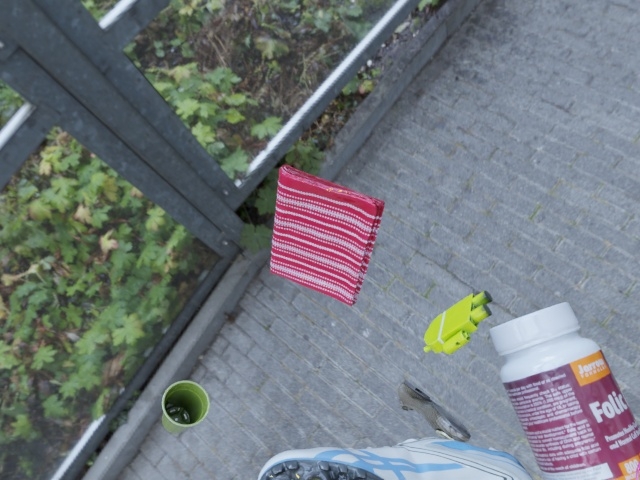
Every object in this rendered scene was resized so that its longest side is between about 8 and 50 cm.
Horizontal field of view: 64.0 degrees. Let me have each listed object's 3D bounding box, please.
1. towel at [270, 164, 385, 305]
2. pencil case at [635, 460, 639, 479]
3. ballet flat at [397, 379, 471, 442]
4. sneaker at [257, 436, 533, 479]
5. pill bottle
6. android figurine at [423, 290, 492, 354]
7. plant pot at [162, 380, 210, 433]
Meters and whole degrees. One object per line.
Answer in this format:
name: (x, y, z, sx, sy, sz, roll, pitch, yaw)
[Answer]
towel: (0.000, 0.000, 0.960, 0.199, 0.274, 0.031, 22, 43, 12)
pencil case: (0.633, 0.396, 0.808, 0.237, 0.104, 0.104, 8, 71, -3)
ballet flat: (0.217, 0.351, 1.030, 0.084, 0.250, 0.058, 39, 84, -16)
sneaker: (0.061, 0.189, 0.389, 0.238, 0.086, 0.085, 15, 103, -22)
pill bottle: (0.541, 0.350, 1.128, 0.224, 0.224, 0.391, -21, 73, 6)
android figurine: (0.438, 0.272, 1.660, 0.056, 0.248, 0.273, 44, 120, -4)
plant pot: (-0.249, 0.306, 0.915, 0.084, 0.079, 0.083, 18, 45, -18)
